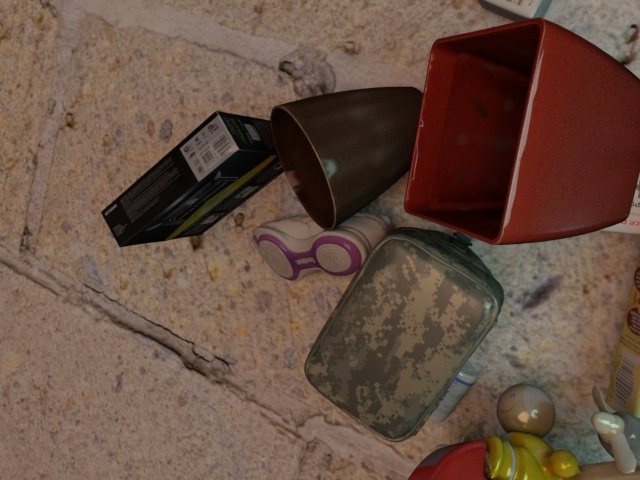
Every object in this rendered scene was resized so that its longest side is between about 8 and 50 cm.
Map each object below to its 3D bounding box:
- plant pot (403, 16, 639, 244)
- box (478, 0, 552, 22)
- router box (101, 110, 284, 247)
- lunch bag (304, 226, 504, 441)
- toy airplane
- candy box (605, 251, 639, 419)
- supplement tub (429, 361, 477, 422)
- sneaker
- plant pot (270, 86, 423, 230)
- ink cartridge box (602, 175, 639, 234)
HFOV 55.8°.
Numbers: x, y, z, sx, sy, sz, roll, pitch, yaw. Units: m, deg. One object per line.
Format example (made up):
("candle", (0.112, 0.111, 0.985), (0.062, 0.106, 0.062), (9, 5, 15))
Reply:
("plant pot", (0.300, -0.139, 0.857), (0.236, 0.267, 0.267), (5, 101, -20))
("box", (0.310, -0.398, 0.935), (0.101, 0.087, 0.102), (32, 107, 19))
("router box", (-0.210, -0.108, 1.121), (0.309, 0.243, 0.081), (-34, 81, 23))
("lunch bag", (0.142, 0.133, 0.976), (0.213, 0.256, 0.305), (33, 107, 14))
("toy airplane", (0.341, 0.349, 0.889), (0.386, 0.384, 0.272), (-10, 62, 17))
("candy box", (0.537, 0.110, 0.847), (0.183, 0.087, 0.316), (7, 100, -3))
("supplement tub", (0.217, 0.255, 1.054), (0.071, 0.071, 0.107), (36, 108, 17))
("sneaker", (0.000, 0.000, 1.119), (0.305, 0.152, 0.114), (3, 122, 45))
("plant pot", (0.068, -0.162, 0.995), (0.230, 0.215, 0.215), (-27, 82, -15))
("ink cartridge box", (0.470, -0.084, 0.906), (0.109, 0.063, 0.150), (8, 99, 24))
